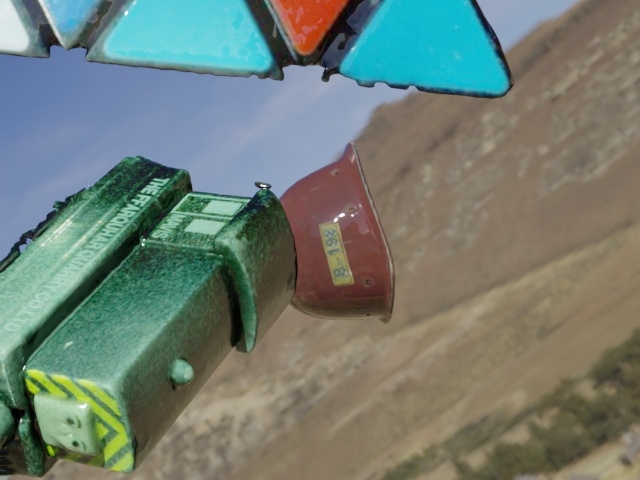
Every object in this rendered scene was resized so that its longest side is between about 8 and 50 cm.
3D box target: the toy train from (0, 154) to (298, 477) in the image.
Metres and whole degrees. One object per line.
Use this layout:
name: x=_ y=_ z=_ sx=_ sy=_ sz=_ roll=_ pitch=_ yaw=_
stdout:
toy train: x=-0.150 y=0.056 z=1.087 sx=0.178 sy=0.138 sz=0.330 roll=7 pitch=35 yaw=24

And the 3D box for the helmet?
helmet: x=0.000 y=0.000 z=1.309 sx=0.106 sy=0.175 sz=0.155 roll=-9 pitch=12 yaw=-9

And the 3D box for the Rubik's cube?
Rubik's cube: x=-0.101 y=-0.156 z=0.598 sx=0.234 sy=0.250 sz=0.284 roll=-25 pitch=33 yaw=-27

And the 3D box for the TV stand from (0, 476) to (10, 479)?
TV stand: x=-0.369 y=0.133 z=1.062 sx=0.088 sy=0.269 sz=0.083 roll=-34 pitch=20 yaw=30
